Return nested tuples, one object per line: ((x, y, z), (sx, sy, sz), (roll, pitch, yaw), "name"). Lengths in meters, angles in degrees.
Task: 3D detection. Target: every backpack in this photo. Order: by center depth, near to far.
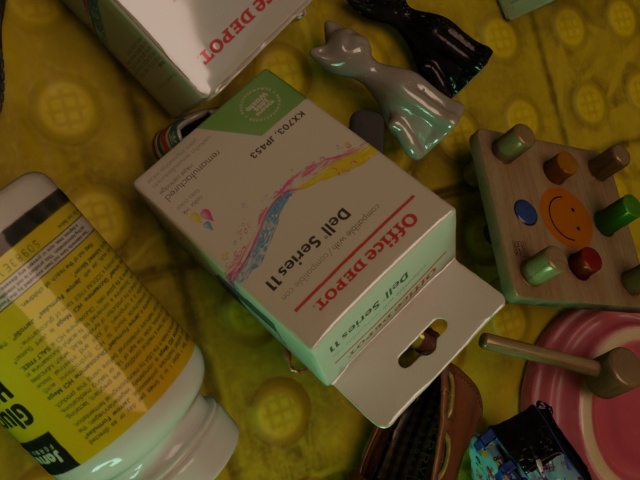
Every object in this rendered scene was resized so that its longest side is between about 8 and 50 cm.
((0.281, 0.320, 1.028), (0.116, 0.158, 0.173), (-24, 51, -9), "backpack")

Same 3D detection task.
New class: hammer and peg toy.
((0.335, 0.021, 1.095), (0.265, 0.127, 0.362), (7, 62, -27), "hammer and peg toy")

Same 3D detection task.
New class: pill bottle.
((-0.237, 0.114, 0.793), (0.188, 0.188, 0.334), (-45, 104, -25), "pill bottle")

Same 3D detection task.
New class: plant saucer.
((0.449, 0.254, 1.205), (0.332, 0.084, 0.332), (4, 81, -27), "plant saucer")

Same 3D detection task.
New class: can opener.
((0.032, -0.029, 0.956), (0.093, 0.074, 0.281), (14, 63, -11), "can opener")

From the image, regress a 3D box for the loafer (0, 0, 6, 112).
((-0.377, -0.206, 0.826), (0.087, 0.094, 0.251), (0, 73, -4), "loafer")

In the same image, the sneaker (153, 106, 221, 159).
((-0.113, -0.131, 0.954), (0.161, 0.075, 0.057), (-19, 93, -29), "sneaker")

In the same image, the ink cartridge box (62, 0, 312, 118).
((-0.175, -0.322, 0.881), (0.306, 0.131, 0.226), (48, 68, -17), "ink cartridge box")

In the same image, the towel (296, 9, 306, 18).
((-0.118, -0.321, 1.003), (0.197, 0.029, 0.144), (-27, 97, -28), "towel")

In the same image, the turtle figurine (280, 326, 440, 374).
((0.072, 0.055, 1.024), (0.217, 0.087, 0.270), (21, 74, -25), "turtle figurine")

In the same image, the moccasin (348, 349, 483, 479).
((0.086, 0.310, 0.953), (0.147, 0.139, 0.380), (49, 62, -42), "moccasin")

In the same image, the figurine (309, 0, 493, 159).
((0.100, -0.242, 1.066), (0.209, 0.092, 0.215), (38, 52, -10), "figurine")

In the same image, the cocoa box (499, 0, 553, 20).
((0.351, -0.544, 1.169), (0.228, 0.231, 0.347), (-30, 98, -29), "cocoa box")

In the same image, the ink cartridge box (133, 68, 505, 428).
((0.000, 0.000, 0.846), (0.207, 0.119, 0.353), (-44, 64, -13), "ink cartridge box")
